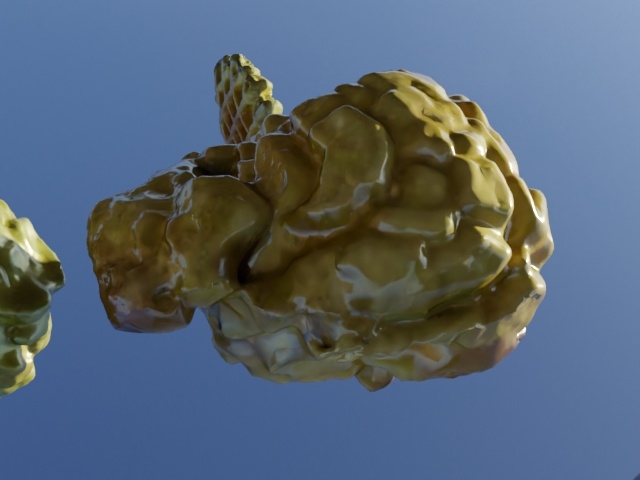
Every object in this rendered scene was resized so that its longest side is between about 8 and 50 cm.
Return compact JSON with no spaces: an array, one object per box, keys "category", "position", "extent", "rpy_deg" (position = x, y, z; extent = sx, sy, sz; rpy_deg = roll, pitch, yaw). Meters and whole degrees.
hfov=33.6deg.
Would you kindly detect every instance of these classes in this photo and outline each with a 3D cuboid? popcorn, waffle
[{"category":"popcorn","position":[-0.315,0.035,0.803],"extent":[0.235,0.217,0.181],"rpy_deg":[-16,-173,31]},{"category":"waffle","position":[-0.099,-0.149,1.559],"extent":[0.056,0.250,0.261],"rpy_deg":[-18,-152,-16]},{"category":"popcorn","position":[0.000,0.000,0.764],"extent":[0.332,0.265,0.225],"rpy_deg":[-6,-99,-18]}]

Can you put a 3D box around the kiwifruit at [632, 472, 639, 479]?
[{"category":"kiwifruit","position":[0.267,0.188,0.580],"extent":[0.234,0.196,0.196],"rpy_deg":[-16,-142,17]}]
